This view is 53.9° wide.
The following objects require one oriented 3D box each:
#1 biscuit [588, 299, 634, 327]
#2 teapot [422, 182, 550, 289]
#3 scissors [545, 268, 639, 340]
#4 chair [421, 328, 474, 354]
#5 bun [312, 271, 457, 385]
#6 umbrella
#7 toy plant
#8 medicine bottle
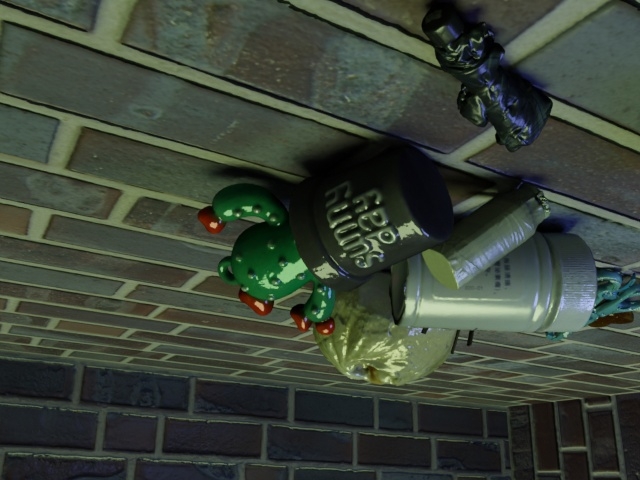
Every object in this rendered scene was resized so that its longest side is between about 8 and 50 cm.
[{"bbox_3d":[0.695,0.178,1.606,0.236,0.039,0.180,20,155,-37],"label":"biscuit"},{"bbox_3d":[0.252,-0.013,0.979,0.200,0.077,0.107,-33,-159,-13],"label":"teapot"},{"bbox_3d":[0.635,0.170,1.505,0.180,0.032,0.393,16,151,-1],"label":"scissors"},{"bbox_3d":[0.286,0.112,1.281,0.095,0.221,0.104,28,158,-2],"label":"chair"},{"bbox_3d":[0.153,0.222,1.485,0.349,0.227,0.352,-4,154,29],"label":"bun"},{"bbox_3d":[0.175,-0.178,0.694,0.224,0.080,0.071,30,-179,-45],"label":"umbrella"},{"bbox_3d":[-0.009,-0.007,0.976,0.400,0.185,0.279,-24,135,34],"label":"toy plant"},{"bbox_3d":[0.303,0.070,1.145,0.332,0.189,0.190,3,159,-1],"label":"medicine bottle"}]
